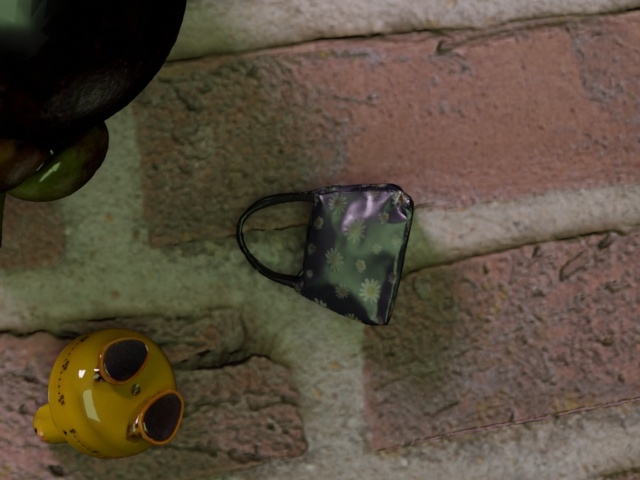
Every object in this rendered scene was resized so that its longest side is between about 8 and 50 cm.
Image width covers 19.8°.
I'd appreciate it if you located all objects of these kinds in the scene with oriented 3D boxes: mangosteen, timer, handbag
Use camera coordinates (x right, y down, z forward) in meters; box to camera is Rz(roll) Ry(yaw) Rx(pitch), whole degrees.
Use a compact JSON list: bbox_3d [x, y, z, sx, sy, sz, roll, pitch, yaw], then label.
[{"bbox_3d":[-0.233,-0.180,1.309,0.297,0.297,0.313,-32,148,-7],"label":"mangosteen"},{"bbox_3d":[-0.172,0.124,1.469,0.107,0.109,0.107,8,77,-38],"label":"timer"},{"bbox_3d":[0.000,0.000,1.499,0.139,0.072,0.115,12,98,-2],"label":"handbag"}]
